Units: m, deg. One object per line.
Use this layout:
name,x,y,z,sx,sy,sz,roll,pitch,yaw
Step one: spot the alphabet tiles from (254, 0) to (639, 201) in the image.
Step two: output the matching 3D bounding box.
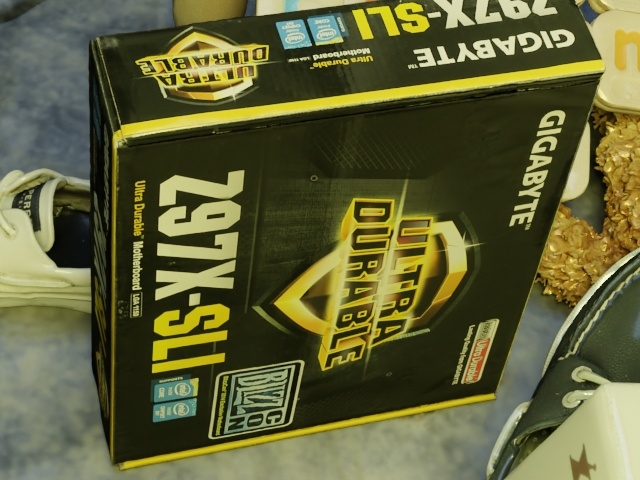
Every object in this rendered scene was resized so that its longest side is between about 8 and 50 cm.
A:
alphabet tiles,0.097,-0.163,1.194,0.284,0.021,0.278,6,71,-11

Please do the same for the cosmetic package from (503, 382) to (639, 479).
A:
cosmetic package,0.335,0.205,0.910,0.453,0.161,0.230,2,63,-16

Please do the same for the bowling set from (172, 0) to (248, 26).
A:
bowling set,0.053,-0.174,1.256,0.287,0.154,0.200,-20,59,-19

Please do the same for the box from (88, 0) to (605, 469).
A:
box,0.000,0.000,1.022,0.257,0.322,0.079,-7,55,-13

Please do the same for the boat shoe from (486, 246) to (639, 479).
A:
boat shoe,0.156,0.130,1.025,0.114,0.091,0.303,21,79,11

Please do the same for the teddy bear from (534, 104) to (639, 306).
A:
teddy bear,0.251,-0.015,1.196,0.245,0.113,0.338,25,55,13

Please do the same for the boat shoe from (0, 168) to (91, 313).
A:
boat shoe,-0.180,-0.003,1.145,0.267,0.088,0.096,12,54,1
